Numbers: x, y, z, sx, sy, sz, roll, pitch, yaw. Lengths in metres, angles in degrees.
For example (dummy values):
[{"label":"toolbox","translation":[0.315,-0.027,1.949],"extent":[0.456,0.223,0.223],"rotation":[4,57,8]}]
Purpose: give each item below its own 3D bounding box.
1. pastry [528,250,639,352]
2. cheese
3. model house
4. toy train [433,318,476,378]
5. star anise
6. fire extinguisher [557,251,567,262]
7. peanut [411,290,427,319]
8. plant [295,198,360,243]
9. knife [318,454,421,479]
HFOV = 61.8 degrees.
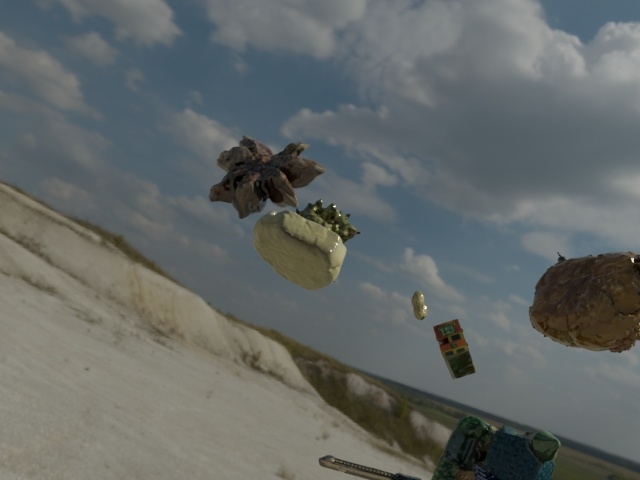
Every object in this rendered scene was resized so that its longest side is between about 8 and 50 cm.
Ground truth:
[{"label":"pastry","translation":[0.636,0.145,1.229],"extent":[0.162,0.255,0.311],"rotation":[43,-14,-9]},{"label":"cheese","translation":[-0.067,0.031,1.757],"extent":[0.326,0.115,0.318],"rotation":[-11,-53,45]},{"label":"model house","translation":[0.445,0.600,1.318],"extent":[0.245,0.312,0.280],"rotation":[33,-23,4]},{"label":"toy train","translation":[0.343,0.279,1.352],"extent":[0.072,0.099,0.188],"rotation":[-22,-43,9]},{"label":"star anise","translation":[-0.107,-0.113,0.951],"extent":[0.212,0.197,0.073],"rotation":[11,-36,19]},{"label":"fire extinguisher","translation":[0.712,0.072,1.561],"extent":[0.038,0.083,0.025],"rotation":[31,-51,-28]},{"label":"peanut","translation":[0.249,0.165,1.359],"extent":[0.037,0.083,0.037],"rotation":[-4,-35,-3]},{"label":"plant","translation":[-0.012,0.023,1.992],"extent":[0.251,0.333,0.180],"rotation":[25,32,3]},{"label":"knife","translation":[0.169,0.696,1.586],"extent":[0.365,0.043,0.089],"rotation":[11,-8,14]}]
